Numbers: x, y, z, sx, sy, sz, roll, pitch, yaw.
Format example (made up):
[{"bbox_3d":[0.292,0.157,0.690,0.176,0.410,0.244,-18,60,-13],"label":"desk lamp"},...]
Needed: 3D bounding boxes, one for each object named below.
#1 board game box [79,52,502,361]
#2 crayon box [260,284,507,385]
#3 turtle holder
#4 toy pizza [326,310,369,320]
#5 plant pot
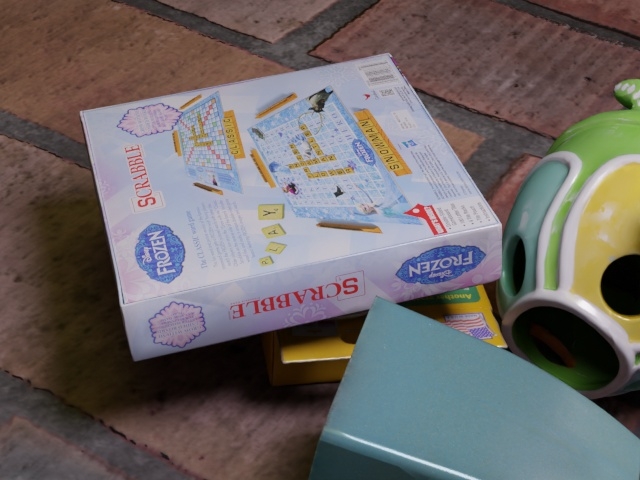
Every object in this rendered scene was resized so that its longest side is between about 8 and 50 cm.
[{"bbox_3d":[-0.041,-0.045,1.174,0.318,0.065,0.318,-11,37,-9],"label":"board game box"},{"bbox_3d":[0.037,0.032,1.257,0.203,0.083,0.323,-3,37,-9],"label":"crayon box"},{"bbox_3d":[0.292,0.016,1.140,0.227,0.243,0.320,-48,21,-28],"label":"turtle holder"},{"bbox_3d":[0.000,0.000,1.199,0.201,0.032,0.201,1,37,-1],"label":"toy pizza"},{"bbox_3d":[0.117,0.185,1.006,0.234,0.165,0.165,18,38,5],"label":"plant pot"}]
